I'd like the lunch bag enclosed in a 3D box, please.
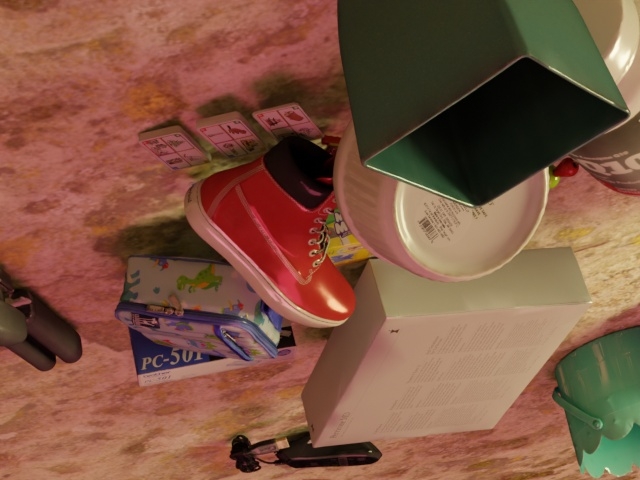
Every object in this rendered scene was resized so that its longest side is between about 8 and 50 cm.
[{"bbox_3d":[-0.136,0.083,1.566,0.176,0.090,0.219,7,166,9],"label":"lunch bag"}]

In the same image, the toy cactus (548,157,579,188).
[{"bbox_3d":[0.156,-0.083,1.455,0.219,0.112,0.180,6,166,-19],"label":"toy cactus"}]

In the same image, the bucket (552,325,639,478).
[{"bbox_3d":[0.543,0.277,2.267,0.281,0.183,0.281,-11,153,-6],"label":"bucket"}]

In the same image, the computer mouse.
[{"bbox_3d":[-0.030,0.348,2.256,0.262,0.060,0.184,-6,159,8],"label":"computer mouse"}]

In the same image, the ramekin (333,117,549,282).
[{"bbox_3d":[0.127,-0.056,1.296,0.207,0.109,0.207,-7,111,-18],"label":"ramekin"}]

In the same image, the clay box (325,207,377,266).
[{"bbox_3d":[0.000,0.000,1.568,0.222,0.053,0.127,-9,169,-9],"label":"clay box"}]

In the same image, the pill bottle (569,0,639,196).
[{"bbox_3d":[0.286,-0.158,1.315,0.161,0.161,0.283,-27,151,24],"label":"pill bottle"}]

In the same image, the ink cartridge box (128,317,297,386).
[{"bbox_3d":[-0.142,0.121,1.709,0.207,0.097,0.046,-10,153,-10],"label":"ink cartridge box"}]

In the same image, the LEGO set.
[{"bbox_3d":[-0.059,-0.092,1.424,0.182,0.060,0.244,-11,155,20],"label":"LEGO set"}]

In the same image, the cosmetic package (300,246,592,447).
[{"bbox_3d":[0.156,0.150,1.774,0.284,0.097,0.377,-5,149,-20],"label":"cosmetic package"}]

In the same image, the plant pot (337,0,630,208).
[{"bbox_3d":[0.114,-0.181,1.101,0.165,0.234,0.165,-33,149,31],"label":"plant pot"}]

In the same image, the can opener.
[{"bbox_3d":[-0.367,0.114,1.581,0.076,0.095,0.283,-18,153,7],"label":"can opener"}]

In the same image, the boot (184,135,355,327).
[{"bbox_3d":[-0.002,-0.006,1.400,0.176,0.088,0.244,-25,129,31],"label":"boot"}]
